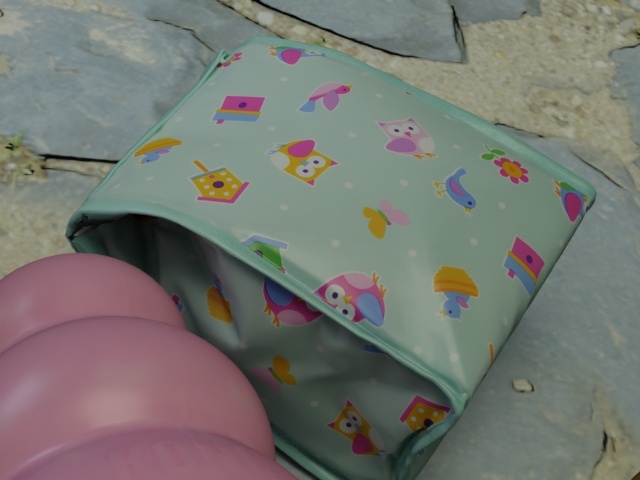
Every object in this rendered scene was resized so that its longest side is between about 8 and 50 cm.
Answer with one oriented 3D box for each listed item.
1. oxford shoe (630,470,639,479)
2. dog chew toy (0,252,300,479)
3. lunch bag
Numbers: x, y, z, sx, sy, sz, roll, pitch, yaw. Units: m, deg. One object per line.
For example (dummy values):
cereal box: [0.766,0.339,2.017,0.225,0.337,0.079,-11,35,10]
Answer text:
oxford shoe: [0.249,0.220,0.875,0.076,0.076,0.212,-32,61,-2]
dog chew toy: [-0.103,0.134,0.759,0.206,0.207,0.332,-5,43,-20]
lunch bag: [0.000,0.000,0.932,0.262,0.160,0.223,32,49,6]
